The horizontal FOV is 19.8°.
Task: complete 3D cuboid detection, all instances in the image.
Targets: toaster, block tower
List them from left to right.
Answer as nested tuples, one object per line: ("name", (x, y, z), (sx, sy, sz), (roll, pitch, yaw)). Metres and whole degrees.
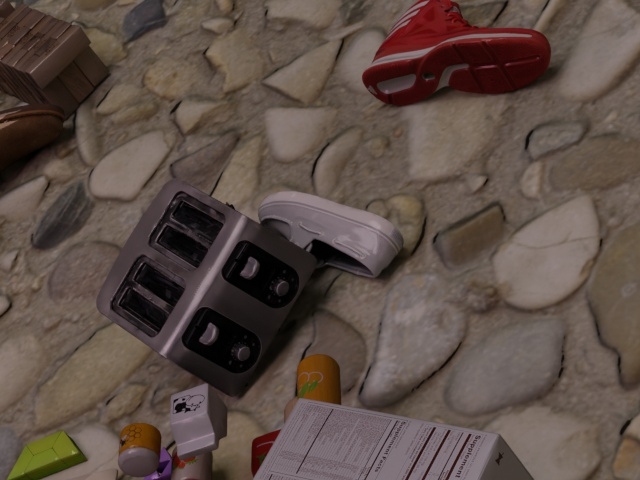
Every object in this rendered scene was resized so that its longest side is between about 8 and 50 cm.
("block tower", (-0.404, -0.252, 2.393), (0.091, 0.097, 0.335), (-48, 39, -14))
("toaster", (-0.119, 0.041, 1.854), (0.185, 0.110, 0.168), (30, 87, 48))

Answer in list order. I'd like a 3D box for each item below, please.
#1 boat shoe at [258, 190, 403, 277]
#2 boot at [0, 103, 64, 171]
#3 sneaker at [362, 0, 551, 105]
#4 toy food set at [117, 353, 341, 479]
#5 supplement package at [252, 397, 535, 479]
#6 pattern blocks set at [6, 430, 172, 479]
("boat shoe", (0.000, 0.000, 1.879), (0.184, 0.066, 0.063), (17, 61, 34))
("boot", (-0.441, -0.069, 2.259), (0.305, 0.112, 0.115), (-26, 70, 6))
("sneaker", (0.153, -0.224, 1.966), (0.221, 0.087, 0.128), (-4, 50, 32))
("toy food set", (-0.075, 0.201, 1.687), (0.232, 0.111, 0.105), (-19, 42, 16))
("supplement package", (0.070, 0.250, 1.469), (0.203, 0.194, 0.149), (6, 56, 40))
("pattern blocks set", (-0.276, 0.304, 1.801), (0.324, 0.026, 0.285), (-27, 40, 12))
